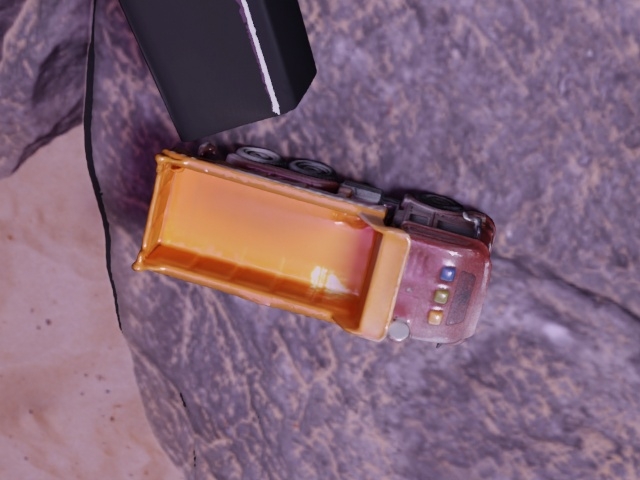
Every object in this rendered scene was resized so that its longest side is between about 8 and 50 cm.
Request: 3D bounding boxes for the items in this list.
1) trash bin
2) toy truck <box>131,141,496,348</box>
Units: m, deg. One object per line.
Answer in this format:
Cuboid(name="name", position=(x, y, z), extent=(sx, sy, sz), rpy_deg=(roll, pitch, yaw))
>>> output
Cuboid(name="trash bin", position=(-0.089, -0.205, 0.990), extent=(0.115, 0.165, 0.225), rpy_deg=(-15, 107, 12))
Cuboid(name="toy truck", position=(0.000, 0.000, 1.054), extent=(0.270, 0.135, 0.114), rpy_deg=(15, 108, 3))
